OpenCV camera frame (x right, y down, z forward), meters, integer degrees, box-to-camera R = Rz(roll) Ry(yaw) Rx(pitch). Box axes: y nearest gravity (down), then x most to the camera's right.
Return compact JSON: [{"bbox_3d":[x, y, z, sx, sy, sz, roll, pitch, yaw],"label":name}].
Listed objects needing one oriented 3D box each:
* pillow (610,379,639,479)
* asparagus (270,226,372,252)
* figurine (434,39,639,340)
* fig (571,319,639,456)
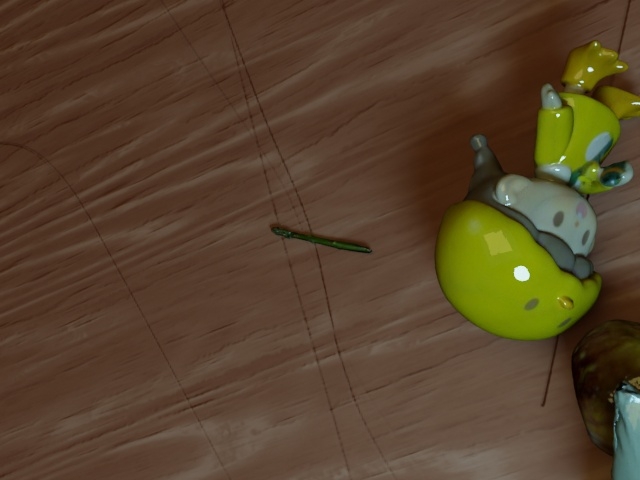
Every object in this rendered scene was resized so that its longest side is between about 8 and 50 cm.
[{"bbox_3d":[0.423,0.297,0.963,0.310,0.119,0.312,8,115,19],"label":"pillow"},{"bbox_3d":[0.000,0.000,1.374,0.166,0.013,0.016,11,122,29],"label":"asparagus"},{"bbox_3d":[0.270,-0.046,1.151,0.187,0.215,0.344,13,71,60],"label":"figurine"},{"bbox_3d":[0.406,0.160,1.068,0.257,0.159,0.159,-5,72,5],"label":"fig"}]
